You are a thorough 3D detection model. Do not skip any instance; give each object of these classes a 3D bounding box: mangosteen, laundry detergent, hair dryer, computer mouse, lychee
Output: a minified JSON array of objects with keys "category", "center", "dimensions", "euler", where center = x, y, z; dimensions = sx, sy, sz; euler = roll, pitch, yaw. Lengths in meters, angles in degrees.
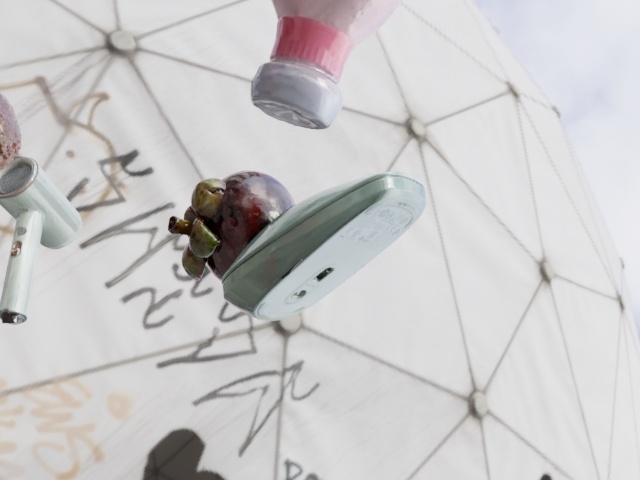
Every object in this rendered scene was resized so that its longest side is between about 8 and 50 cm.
[{"category":"mangosteen","center":[-0.127,-0.014,1.131],"dimensions":[0.200,0.200,0.200],"euler":[14,-59,25]},{"category":"laundry detergent","center":[0.026,-0.263,0.663],"dimensions":[0.159,0.088,0.335],"euler":[14,-95,32]},{"category":"hair dryer","center":[-0.374,0.015,0.990],"dimensions":[0.073,0.236,0.131],"euler":[-17,-40,7]},{"category":"computer mouse","center":[-0.003,-0.004,0.956],"dimensions":[0.288,0.159,0.097],"euler":[-41,-117,19]},{"category":"lychee","center":[-0.366,-0.120,0.779],"dimensions":[0.140,0.114,0.101],"euler":[20,-25,37]}]
